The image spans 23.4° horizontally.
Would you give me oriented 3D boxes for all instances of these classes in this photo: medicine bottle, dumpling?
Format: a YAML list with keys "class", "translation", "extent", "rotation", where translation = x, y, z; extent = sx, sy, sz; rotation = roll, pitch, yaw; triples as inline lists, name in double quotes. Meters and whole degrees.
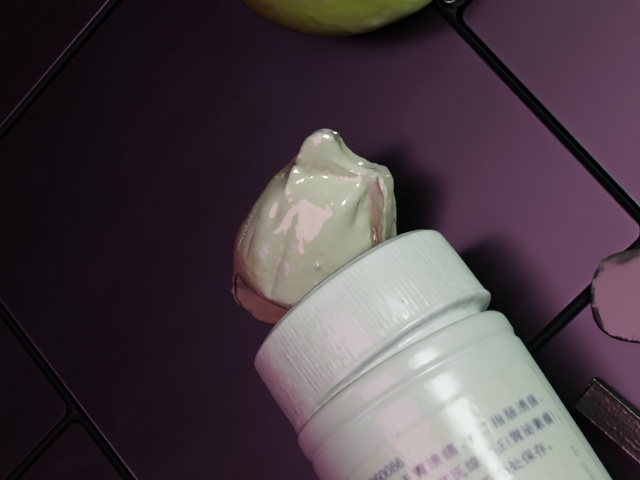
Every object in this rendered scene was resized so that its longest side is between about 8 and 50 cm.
- class: "medicine bottle"
  translation: [0.104, 0.174, 1.178]
  extent: [0.190, 0.190, 0.332]
  rotation: [-37, 74, 19]
- class: "dumpling"
  translation: [0.000, 0.000, 1.278]
  extent: [0.136, 0.118, 0.199]
  rotation: [28, 128, 8]

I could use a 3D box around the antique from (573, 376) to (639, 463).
- class: "antique"
  translation: [0.277, 0.179, 1.196]
  extent: [0.192, 0.015, 0.031]
  rotation: [42, 106, 20]

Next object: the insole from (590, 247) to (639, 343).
- class: "insole"
  translation: [0.355, 0.046, 1.166]
  extent: [0.309, 0.012, 0.110]
  rotation: [-2, 86, 24]

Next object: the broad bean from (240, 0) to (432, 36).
- class: "broad bean"
  translation: [0.025, -0.286, 1.266]
  extent: [0.291, 0.119, 0.238]
  rotation: [4, 90, 25]
